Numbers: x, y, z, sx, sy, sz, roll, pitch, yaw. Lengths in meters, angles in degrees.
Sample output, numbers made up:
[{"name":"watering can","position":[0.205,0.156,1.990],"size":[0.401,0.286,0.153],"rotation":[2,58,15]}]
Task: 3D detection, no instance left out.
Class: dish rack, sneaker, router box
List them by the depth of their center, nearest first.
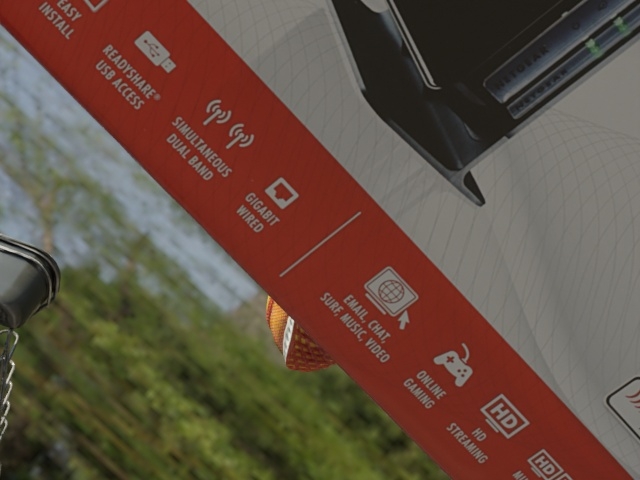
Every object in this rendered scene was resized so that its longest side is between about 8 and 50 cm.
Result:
[{"name":"router box","position":[0.083,-0.102,0.486],"size":[0.301,0.335,0.082],"rotation":[-38,17,20]},{"name":"sneaker","position":[0.000,0.000,0.979],"size":[0.064,0.067,0.175],"rotation":[-4,-41,-27]},{"name":"dish rack","position":[-0.334,0.102,1.425],"size":[0.074,0.208,0.271],"rotation":[-63,-10,-54]}]
